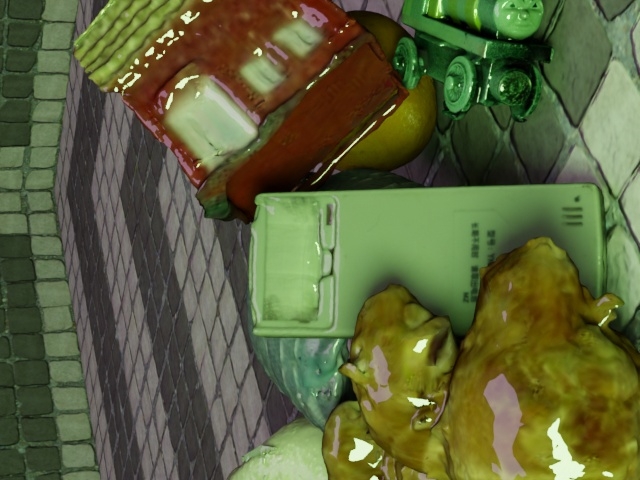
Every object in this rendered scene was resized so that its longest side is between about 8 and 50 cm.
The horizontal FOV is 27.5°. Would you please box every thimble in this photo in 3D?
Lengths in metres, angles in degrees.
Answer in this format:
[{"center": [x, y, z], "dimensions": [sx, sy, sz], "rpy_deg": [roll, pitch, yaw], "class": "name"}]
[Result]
[{"center": [0.058, 0.062, 1.147], "dimensions": [0.236, 0.205, 0.172], "rpy_deg": [-60, 29, 1], "class": "thimble"}]

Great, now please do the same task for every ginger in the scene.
[{"center": [0.130, 0.164, 0.940], "dimensions": [0.274, 0.152, 0.357], "rpy_deg": [44, 139, 30], "class": "ginger"}]

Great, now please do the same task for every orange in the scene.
[{"center": [0.034, -0.136, 1.238], "dimensions": [0.136, 0.159, 0.159], "rpy_deg": [-18, 70, 33], "class": "orange"}]

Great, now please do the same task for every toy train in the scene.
[{"center": [0.126, -0.175, 1.100], "dimensions": [0.200, 0.083, 0.132], "rpy_deg": [-139, 54, -63], "class": "toy train"}]

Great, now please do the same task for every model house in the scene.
[{"center": [-0.082, -0.158, 1.116], "dimensions": [0.254, 0.196, 0.160], "rpy_deg": [48, -174, 26], "class": "model house"}]

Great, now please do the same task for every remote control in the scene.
[{"center": [0.076, 0.018, 1.012], "dimensions": [0.038, 0.285, 0.123], "rpy_deg": [16, -107, -69], "class": "remote control"}]

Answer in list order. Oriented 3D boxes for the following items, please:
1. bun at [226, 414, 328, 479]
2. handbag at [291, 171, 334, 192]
[{"center": [0.031, 0.288, 1.255], "dimensions": [0.273, 0.168, 0.273], "rpy_deg": [14, 114, 33], "class": "bun"}, {"center": [0.000, 0.000, 1.478], "dimensions": [0.193, 0.072, 0.151], "rpy_deg": [-154, 64, -70], "class": "handbag"}]
